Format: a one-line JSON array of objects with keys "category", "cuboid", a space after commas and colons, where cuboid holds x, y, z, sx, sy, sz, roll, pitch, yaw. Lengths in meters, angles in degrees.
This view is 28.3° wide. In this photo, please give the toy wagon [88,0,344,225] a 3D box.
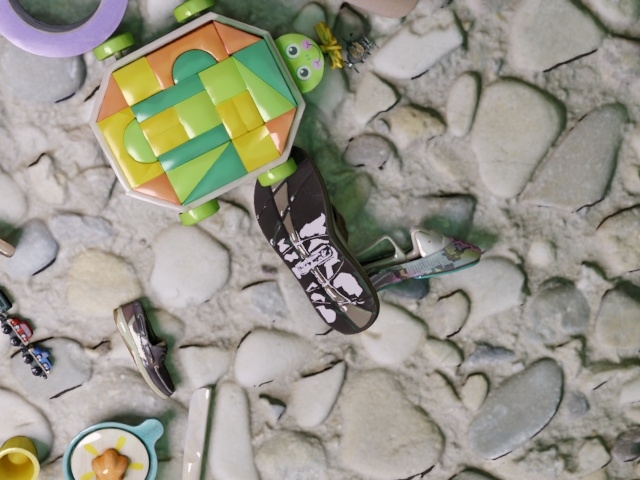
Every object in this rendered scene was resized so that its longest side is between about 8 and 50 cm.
[{"category": "toy wagon", "cuboid": [-0.130, -0.191, 1.684, 0.344, 0.068, 0.267, -27, 99, 1]}]

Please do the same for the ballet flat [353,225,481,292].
[{"category": "ballet flat", "cuboid": [0.117, 0.025, 1.802, 0.221, 0.077, 0.079, -17, 104, 2]}]

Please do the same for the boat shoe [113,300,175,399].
[{"category": "boat shoe", "cuboid": [-0.240, 0.156, 1.799, 0.049, 0.056, 0.152, -26, 108, 6]}]

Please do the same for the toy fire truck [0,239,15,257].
[{"category": "toy fire truck", "cuboid": [-0.529, -0.007, 1.640, 0.246, 0.217, 0.158, -17, 108, -18]}]

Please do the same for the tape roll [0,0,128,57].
[{"category": "tape roll", "cuboid": [-0.339, -0.333, 1.628, 0.189, 0.080, 0.189, -2, 107, -8]}]

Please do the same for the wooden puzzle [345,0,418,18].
[{"category": "wooden puzzle", "cuboid": [0.058, -0.479, 1.587, 0.322, 0.080, 0.348, 13, 111, -43]}]

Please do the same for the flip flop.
[{"category": "flip flop", "cuboid": [0.000, 0.000, 1.767, 0.112, 0.080, 0.277, -30, 91, 20]}]

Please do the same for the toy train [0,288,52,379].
[{"category": "toy train", "cuboid": [-0.424, 0.128, 1.782, 0.036, 0.027, 0.158, -34, 108, -8]}]

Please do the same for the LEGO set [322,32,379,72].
[{"category": "LEGO set", "cuboid": [0.039, -0.259, 1.735, 0.083, 0.023, 0.054, 9, 103, 3]}]

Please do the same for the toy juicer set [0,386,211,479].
[{"category": "toy juicer set", "cuboid": [-0.292, 0.353, 1.833, 0.329, 0.089, 0.209, -14, 108, -4]}]
